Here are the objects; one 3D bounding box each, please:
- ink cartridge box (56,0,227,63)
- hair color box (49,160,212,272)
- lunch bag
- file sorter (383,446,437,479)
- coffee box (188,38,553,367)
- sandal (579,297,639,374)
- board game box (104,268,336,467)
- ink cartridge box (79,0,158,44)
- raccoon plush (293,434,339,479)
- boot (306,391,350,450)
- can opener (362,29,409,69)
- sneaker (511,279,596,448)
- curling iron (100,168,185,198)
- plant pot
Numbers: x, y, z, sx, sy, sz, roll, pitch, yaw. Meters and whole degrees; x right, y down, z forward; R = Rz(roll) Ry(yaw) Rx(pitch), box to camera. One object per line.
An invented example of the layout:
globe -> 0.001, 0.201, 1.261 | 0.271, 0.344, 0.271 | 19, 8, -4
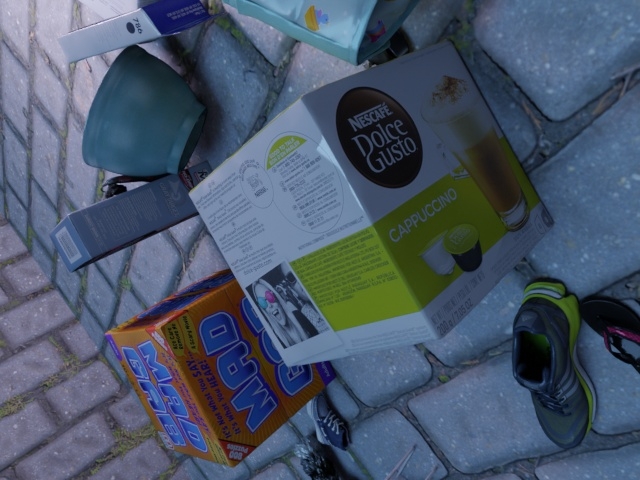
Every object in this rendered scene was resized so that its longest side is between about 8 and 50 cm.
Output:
ink cartridge box -> -0.371, -0.445, 1.121 | 0.333, 0.165, 0.065 | 0, 123, 29
hair color box -> -0.441, -0.062, 1.335 | 0.185, 0.374, 0.113 | -19, 100, 50
lunch bag -> 0.024, -0.367, 0.709 | 0.223, 0.262, 0.160 | 31, 172, 13
file sorter -> 0.249, 0.652, 1.235 | 0.278, 0.193, 0.173 | 37, 133, 24
coffee box -> 0.070, -0.050, 0.841 | 0.338, 0.338, 0.334 | -26, 95, 51
sandal -> 0.460, 0.157, 0.805 | 0.179, 0.040, 0.067 | 48, 140, 12
board game box -> -0.256, 0.294, 1.392 | 0.356, 0.356, 0.356 | -15, 103, 50
ink cartridge box -> -0.485, -0.671, 1.225 | 0.324, 0.071, 0.330 | 39, 135, 19
raccoon plush -> 0.101, 0.729, 1.442 | 0.299, 0.216, 0.446 | -35, 87, 43
boot -> 0.027, 0.481, 1.459 | 0.086, 0.069, 0.190 | 8, 128, 35
can opener -> 0.065, -0.347, 0.886 | 0.186, 0.073, 0.059 | 51, 179, 13
sneaker -> 0.364, 0.220, 0.883 | 0.111, 0.121, 0.300 | -2, 113, 47
curling iron -> -0.436, -0.155, 1.356 | 0.068, 0.274, 0.035 | -36, 88, 34
plant pot -> -0.381, -0.265, 1.243 | 0.196, 0.293, 0.293 | 24, 139, -8
